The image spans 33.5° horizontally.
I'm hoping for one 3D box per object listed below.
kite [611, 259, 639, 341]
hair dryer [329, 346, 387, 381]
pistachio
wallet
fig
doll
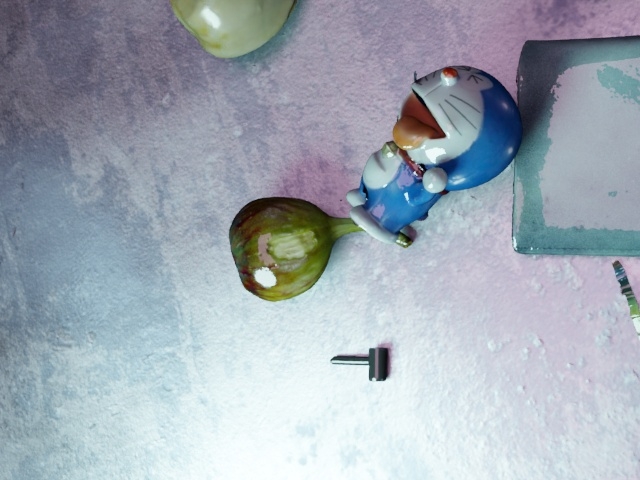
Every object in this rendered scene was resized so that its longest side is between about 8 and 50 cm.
[{"bbox_3d":[0.474,0.152,1.315,0.169,0.015,0.309,-18,80,16],"label":"kite"},{"bbox_3d":[0.051,0.168,1.458,0.083,0.026,0.047,0,84,23],"label":"hair dryer"},{"bbox_3d":[-0.120,-0.401,1.505,0.197,0.166,0.287,12,84,-4],"label":"pistachio"},{"bbox_3d":[0.372,-0.123,1.348,0.251,0.054,0.290,0,86,25],"label":"wallet"},{"bbox_3d":[0.000,0.000,1.447,0.245,0.149,0.149,-12,81,2],"label":"fig"},{"bbox_3d":[0.135,-0.115,1.369,0.257,0.161,0.215,-45,28,12],"label":"doll"}]
